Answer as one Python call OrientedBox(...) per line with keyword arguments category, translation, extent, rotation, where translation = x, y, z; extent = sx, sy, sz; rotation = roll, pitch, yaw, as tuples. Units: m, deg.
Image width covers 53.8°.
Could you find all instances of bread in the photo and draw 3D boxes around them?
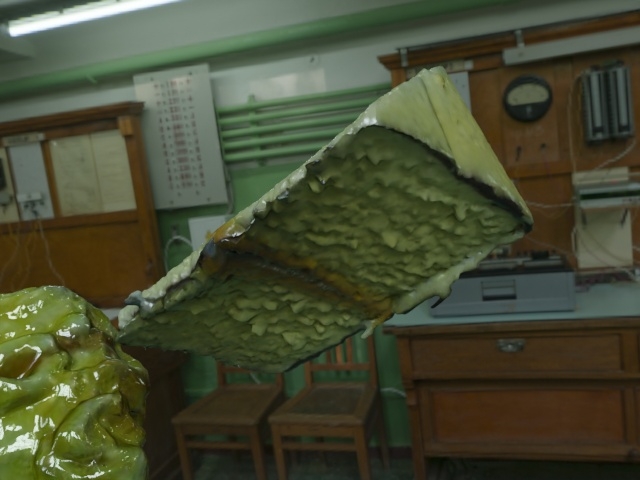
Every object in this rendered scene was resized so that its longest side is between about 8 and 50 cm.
OrientedBox(category="bread", translation=(0.000, 0.000, 0.449), extent=(0.266, 0.178, 0.141), rotation=(-33, 35, 34))

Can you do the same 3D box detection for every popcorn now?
OrientedBox(category="popcorn", translation=(-0.286, 0.156, 0.629), extent=(0.286, 0.173, 0.225), rotation=(12, 52, 6))
